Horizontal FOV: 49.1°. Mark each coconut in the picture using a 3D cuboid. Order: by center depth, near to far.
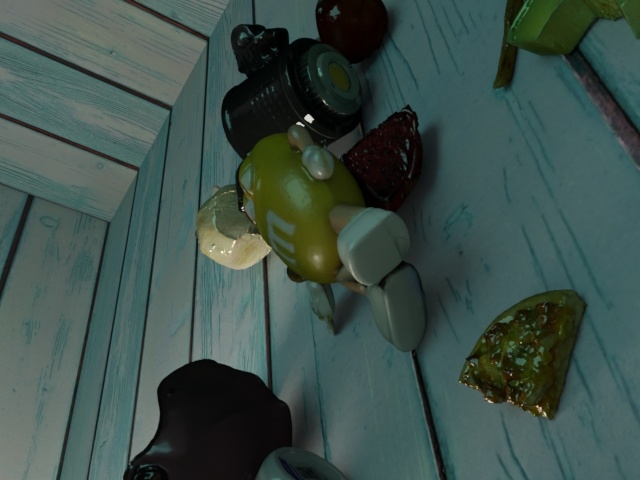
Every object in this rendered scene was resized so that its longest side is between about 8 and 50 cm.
[{"bbox_3d":[-0.188,-0.028,1.554,0.194,0.194,0.194,-45,34,41],"label":"coconut"}]

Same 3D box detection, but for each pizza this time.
[{"bbox_3d":[0.217,0.124,0.753,0.175,0.046,0.134,-55,28,26],"label":"pizza"}]

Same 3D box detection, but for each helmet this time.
[{"bbox_3d":[-0.155,0.364,1.106,0.197,0.271,0.338,5,67,20],"label":"helmet"}]

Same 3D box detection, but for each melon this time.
[{"bbox_3d":[0.328,-0.288,0.842,0.209,0.064,0.118,19,87,63],"label":"melon"}]

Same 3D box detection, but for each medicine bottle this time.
[{"bbox_3d":[-0.055,0.412,0.973,0.215,0.135,0.135,-66,25,7],"label":"medicine bottle"}]

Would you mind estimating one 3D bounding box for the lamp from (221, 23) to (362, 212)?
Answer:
[{"bbox_3d":[-0.048,-0.255,1.388,0.272,0.205,0.374,0,103,39],"label":"lamp"}]

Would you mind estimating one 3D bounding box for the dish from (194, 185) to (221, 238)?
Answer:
[{"bbox_3d":[-0.246,-0.047,1.802,0.151,0.077,0.212,-68,25,5],"label":"dish"}]

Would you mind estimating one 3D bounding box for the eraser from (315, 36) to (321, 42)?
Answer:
[{"bbox_3d":[-0.050,-0.282,1.576,0.352,0.089,0.061,-66,27,8],"label":"eraser"}]

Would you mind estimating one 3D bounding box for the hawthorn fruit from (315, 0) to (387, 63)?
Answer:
[{"bbox_3d":[0.062,-0.427,1.428,0.148,0.148,0.172,-114,23,-57],"label":"hawthorn fruit"}]

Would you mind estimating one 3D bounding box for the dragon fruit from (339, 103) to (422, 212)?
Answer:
[{"bbox_3d":[0.121,-0.117,1.123,0.161,0.127,0.120,-43,69,-1],"label":"dragon fruit"}]

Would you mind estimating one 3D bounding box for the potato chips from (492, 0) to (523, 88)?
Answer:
[{"bbox_3d":[0.273,-0.307,1.012,0.037,0.026,0.204,-30,45,58],"label":"potato chips"}]

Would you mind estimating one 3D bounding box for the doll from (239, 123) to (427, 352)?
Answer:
[{"bbox_3d":[0.012,-0.007,1.043,0.423,0.161,0.348,-5,105,68],"label":"doll"}]

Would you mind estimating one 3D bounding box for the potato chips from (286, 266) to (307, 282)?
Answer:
[{"bbox_3d":[0.010,-0.013,1.268,0.208,0.061,0.195,-68,21,3],"label":"potato chips"}]
